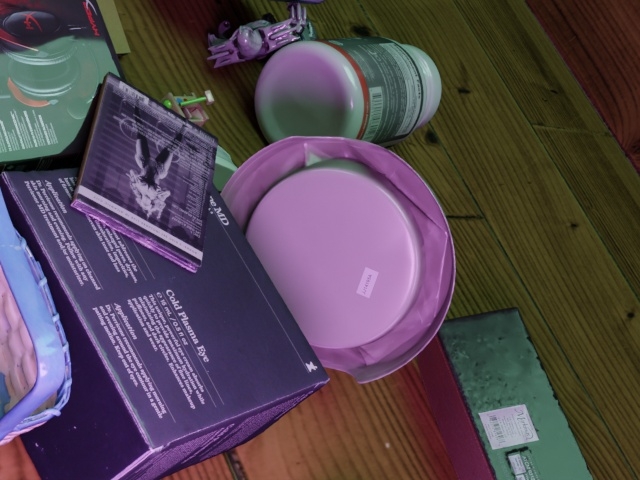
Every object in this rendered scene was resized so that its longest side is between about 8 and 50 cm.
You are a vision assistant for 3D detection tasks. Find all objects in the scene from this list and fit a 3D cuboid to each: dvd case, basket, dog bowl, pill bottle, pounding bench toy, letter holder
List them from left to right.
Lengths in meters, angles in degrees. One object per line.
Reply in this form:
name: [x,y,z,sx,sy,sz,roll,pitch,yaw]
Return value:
basket: [-0.336,0.079,1.010,0.201,0.289,0.254,-3,58,-43]
dvd case: [-0.199,-0.083,1.262,0.165,0.018,0.221,31,39,-27]
pounding bench toy: [-0.210,-0.200,1.651,0.065,0.083,0.052,-9,65,-55]
dog bowl: [0.022,0.021,1.485,0.348,0.349,0.102,52,20,4]
pill bottle: [0.062,-0.257,1.925,0.210,0.210,0.363,56,32,9]
letter holder: [0.264,0.293,1.685,0.152,0.214,0.301,-9,59,-18]

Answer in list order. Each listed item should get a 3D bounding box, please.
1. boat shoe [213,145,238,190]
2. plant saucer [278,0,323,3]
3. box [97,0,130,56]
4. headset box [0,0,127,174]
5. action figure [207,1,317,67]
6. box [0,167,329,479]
boat shoe: [-0.198,-0.139,1.625,0.184,0.066,0.063,23,30,-34]
plant saucer: [-0.124,-0.449,1.892,0.318,0.318,0.043,-8,107,-54]
box: [-0.375,-0.369,1.623,0.164,0.021,0.201,-21,93,-57]
headset box: [-0.387,-0.171,1.291,0.293,0.110,0.218,-14,77,-34]
action figure: [-0.097,-0.359,1.893,0.285,0.186,0.099,-32,116,-72]
box: [-0.214,0.095,1.252,0.313,0.179,0.343,-11,66,-53]
